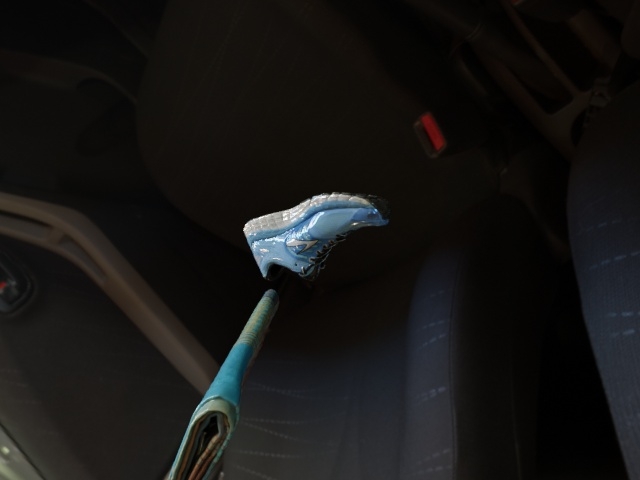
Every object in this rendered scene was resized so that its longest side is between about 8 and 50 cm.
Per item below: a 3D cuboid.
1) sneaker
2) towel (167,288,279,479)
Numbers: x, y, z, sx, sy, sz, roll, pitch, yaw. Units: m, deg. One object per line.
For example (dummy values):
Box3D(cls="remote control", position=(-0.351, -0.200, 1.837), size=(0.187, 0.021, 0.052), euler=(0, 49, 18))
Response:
Box3D(cls="sneaker", position=(0.000, 0.000, 0.511), size=(0.162, 0.063, 0.073), euler=(-18, 80, 37))
Box3D(cls="towel", position=(-0.126, 0.228, 0.664), size=(0.040, 0.370, 0.271), euler=(23, 101, -1))
